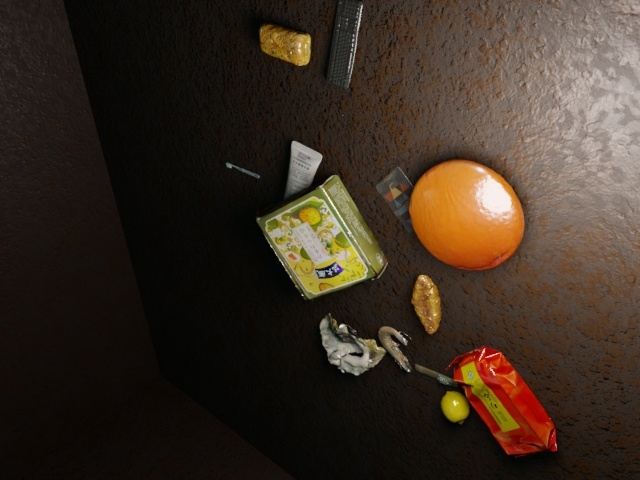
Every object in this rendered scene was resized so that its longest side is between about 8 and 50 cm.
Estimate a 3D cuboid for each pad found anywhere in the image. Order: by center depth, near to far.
[{"bbox_3d":[0.292,-0.139,1.779,0.211,0.003,0.143,54,139,4],"label":"pad"}]

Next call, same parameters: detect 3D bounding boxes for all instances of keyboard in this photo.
[{"bbox_3d":[0.071,-0.594,1.680,0.103,0.041,0.381,29,132,30],"label":"keyboard"}]

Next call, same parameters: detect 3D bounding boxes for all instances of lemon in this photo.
[{"bbox_3d":[0.523,0.647,1.968,0.109,0.109,0.133,-27,86,49],"label":"lemon"}]

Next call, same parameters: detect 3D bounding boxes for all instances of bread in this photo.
[{"bbox_3d":[-0.129,-0.692,1.786,0.211,0.083,0.114,29,136,31],"label":"bread"},{"bbox_3d":[0.390,0.227,1.858,0.105,0.076,0.233,-4,105,33],"label":"bread"}]

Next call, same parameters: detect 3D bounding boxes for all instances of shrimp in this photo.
[{"bbox_3d":[0.325,0.440,2.082,0.219,0.046,0.152,56,143,3],"label":"shrimp"}]

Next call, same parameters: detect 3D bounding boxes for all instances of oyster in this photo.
[{"bbox_3d":[0.131,0.461,2.243,0.351,0.115,0.238,6,110,37],"label":"oyster"}]

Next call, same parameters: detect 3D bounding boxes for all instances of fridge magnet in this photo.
[{"bbox_3d":[0.442,-0.076,1.554,0.363,0.155,0.364,23,129,33],"label":"fridge magnet"}]

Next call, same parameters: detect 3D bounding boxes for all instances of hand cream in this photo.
[{"bbox_3d":[-0.092,-0.238,2.032,0.139,0.089,0.314,31,130,15],"label":"hand cream"}]

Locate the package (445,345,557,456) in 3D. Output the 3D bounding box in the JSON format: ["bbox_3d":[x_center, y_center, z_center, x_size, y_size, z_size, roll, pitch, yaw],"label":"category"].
[{"bbox_3d":[0.637,0.560,1.790,0.423,0.123,0.196,52,137,7],"label":"package"}]

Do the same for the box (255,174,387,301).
[{"bbox_3d":[0.000,0.000,1.975,0.373,0.138,0.420,-23,105,38],"label":"box"}]

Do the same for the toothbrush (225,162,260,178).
[{"bbox_3d":[-0.353,-0.315,2.293,0.219,0.016,0.019,23,131,33],"label":"toothbrush"}]

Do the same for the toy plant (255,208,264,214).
[{"bbox_3d":[-0.191,-0.052,2.249,0.240,0.088,0.155,21,143,44],"label":"toy plant"}]

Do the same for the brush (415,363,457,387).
[{"bbox_3d":[0.457,0.544,2.030,0.190,0.027,0.034,17,123,38],"label":"brush"}]
